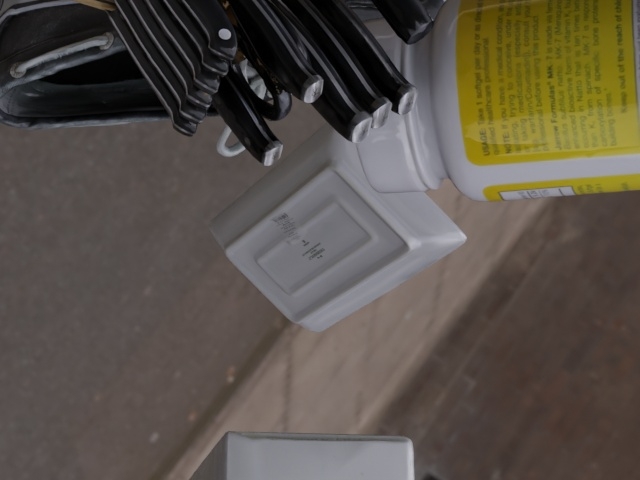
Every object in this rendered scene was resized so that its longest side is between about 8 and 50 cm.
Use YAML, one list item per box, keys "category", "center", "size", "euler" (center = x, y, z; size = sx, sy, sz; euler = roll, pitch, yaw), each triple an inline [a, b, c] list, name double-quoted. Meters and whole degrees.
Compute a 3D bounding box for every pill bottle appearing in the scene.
- category: "pill bottle"
  center: [0.128, -0.083, 0.807]
  size: [0.119, 0.208, 0.119]
  euler: [-4, 90, -73]

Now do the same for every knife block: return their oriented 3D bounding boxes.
- category: "knife block"
  center: [-0.049, -0.182, 0.766]
  size: [0.088, 0.242, 0.276]
  euler: [128, -28, -55]

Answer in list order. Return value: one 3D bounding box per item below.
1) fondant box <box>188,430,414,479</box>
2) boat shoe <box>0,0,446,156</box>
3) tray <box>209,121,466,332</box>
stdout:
- category: "fondant box"
  center: [-0.030, 0.249, 0.800]
  size: [0.330, 0.096, 0.238]
  euler: [121, -30, -69]
- category: "boat shoe"
  center: [-0.060, -0.120, 0.928]
  size: [0.113, 0.306, 0.105]
  euler: [86, 3, -51]
- category: "tray"
  center: [0.000, 0.000, 1.252]
  size: [0.030, 0.145, 0.270]
  euler: [-48, -174, -33]
